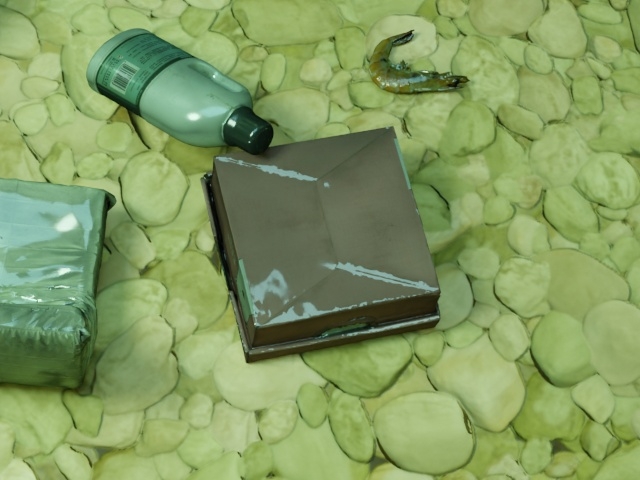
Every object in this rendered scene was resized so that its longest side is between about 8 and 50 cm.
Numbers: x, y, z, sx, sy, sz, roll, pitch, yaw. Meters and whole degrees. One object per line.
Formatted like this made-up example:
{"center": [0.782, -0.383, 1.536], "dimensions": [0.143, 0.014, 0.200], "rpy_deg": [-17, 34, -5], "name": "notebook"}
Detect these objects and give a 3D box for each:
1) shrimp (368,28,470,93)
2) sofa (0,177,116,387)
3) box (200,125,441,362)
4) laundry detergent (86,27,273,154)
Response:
{"center": [0.112, -0.201, 1.942], "dimensions": [0.114, 0.023, 0.083], "rpy_deg": [3, 62, -1], "name": "shrimp"}
{"center": [-0.315, 0.023, 1.704], "dimensions": [0.210, 0.176, 0.225], "rpy_deg": [7, 65, -3], "name": "sofa"}
{"center": [0.000, 0.000, 1.801], "dimensions": [0.215, 0.086, 0.215], "rpy_deg": [-10, 66, -10], "name": "box"}
{"center": [-0.139, -0.150, 1.821], "dimensions": [0.226, 0.070, 0.099], "rpy_deg": [29, 43, 32], "name": "laundry detergent"}
